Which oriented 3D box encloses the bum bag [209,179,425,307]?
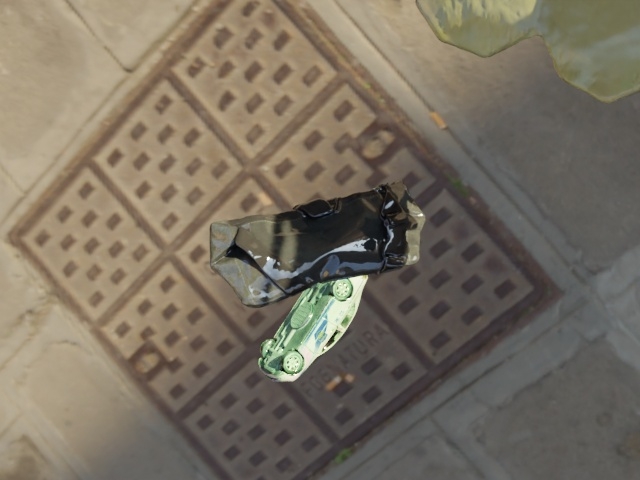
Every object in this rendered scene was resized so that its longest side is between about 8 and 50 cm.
[{"bbox_3d":[0.000,0.000,0.733,0.197,0.049,0.087,-14,73,-8],"label":"bum bag"}]

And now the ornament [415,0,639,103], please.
[{"bbox_3d":[0.163,-0.201,0.568,0.201,0.059,0.180,28,131,27],"label":"ornament"}]

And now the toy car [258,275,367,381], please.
[{"bbox_3d":[-0.007,0.129,1.311,0.076,0.090,0.224,40,78,-28],"label":"toy car"}]
